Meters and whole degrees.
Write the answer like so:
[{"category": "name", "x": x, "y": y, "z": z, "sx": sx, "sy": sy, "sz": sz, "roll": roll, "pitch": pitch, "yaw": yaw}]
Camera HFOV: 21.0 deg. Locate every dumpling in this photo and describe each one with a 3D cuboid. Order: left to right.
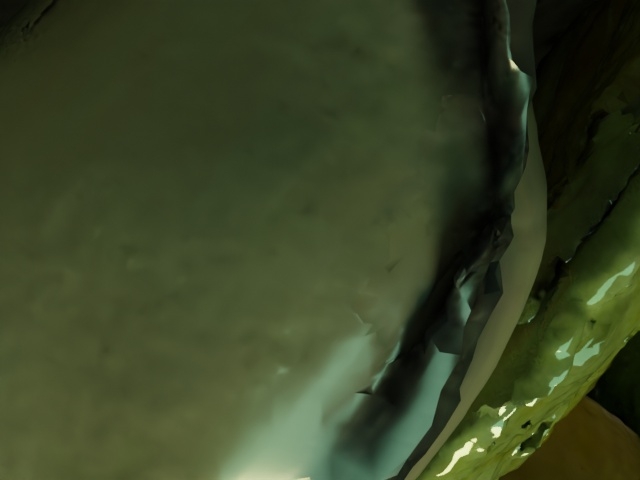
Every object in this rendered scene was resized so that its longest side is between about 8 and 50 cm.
[{"category": "dumpling", "x": -0.011, "y": -0.001, "z": 0.493, "sx": 0.293, "sy": 0.163, "sz": 0.204, "roll": -56, "pitch": 159, "yaw": 6}]

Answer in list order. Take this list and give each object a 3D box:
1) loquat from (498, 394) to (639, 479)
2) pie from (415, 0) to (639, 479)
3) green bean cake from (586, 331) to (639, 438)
[{"category": "loquat", "x": 0.065, "y": 0.212, "z": 0.941, "sx": 0.328, "sy": 0.328, "sz": 0.359, "roll": -23, "pitch": 176, "yaw": -23}, {"category": "pie", "x": 0.084, "y": 0.000, "z": 0.637, "sx": 0.306, "sy": 0.071, "sz": 0.306, "roll": -57, "pitch": -176, "yaw": 6}, {"category": "green bean cake", "x": 0.301, "y": 0.092, "z": 1.102, "sx": 0.247, "sy": 0.250, "sz": 0.156, "roll": -29, "pitch": 160, "yaw": -3}]
